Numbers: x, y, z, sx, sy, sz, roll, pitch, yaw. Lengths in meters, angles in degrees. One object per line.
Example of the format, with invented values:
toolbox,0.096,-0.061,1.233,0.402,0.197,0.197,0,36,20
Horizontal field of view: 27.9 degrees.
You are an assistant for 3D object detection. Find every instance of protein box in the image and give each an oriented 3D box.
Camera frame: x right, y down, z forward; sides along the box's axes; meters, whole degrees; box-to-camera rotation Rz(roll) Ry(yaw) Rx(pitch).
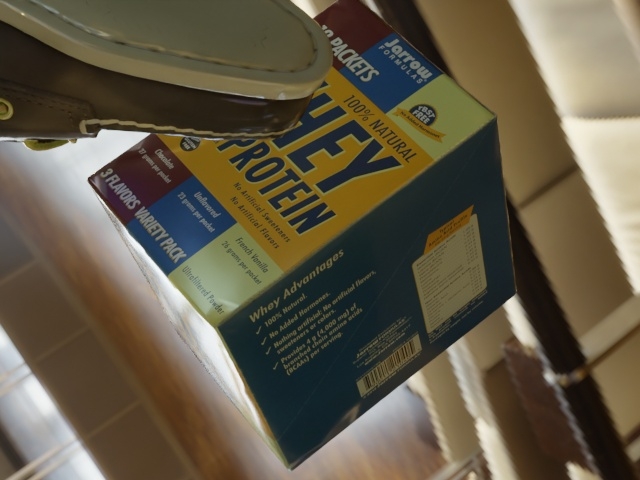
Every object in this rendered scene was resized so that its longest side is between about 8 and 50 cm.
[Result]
protein box,0.000,0.000,0.799,0.136,0.200,0.201,46,166,32

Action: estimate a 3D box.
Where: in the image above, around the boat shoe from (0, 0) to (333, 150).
boat shoe,-0.110,-0.073,0.462,0.228,0.081,0.068,15,128,0
